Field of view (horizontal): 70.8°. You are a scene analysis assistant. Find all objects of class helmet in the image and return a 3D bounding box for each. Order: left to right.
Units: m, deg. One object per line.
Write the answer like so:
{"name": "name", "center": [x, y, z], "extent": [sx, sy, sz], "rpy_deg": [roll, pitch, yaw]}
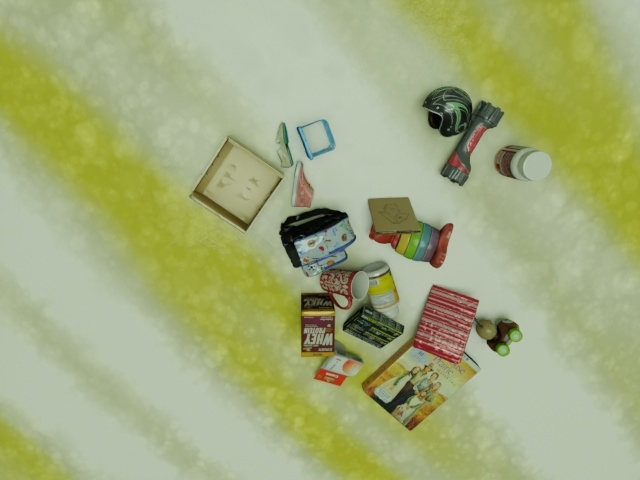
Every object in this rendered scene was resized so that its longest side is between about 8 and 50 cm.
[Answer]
{"name": "helmet", "center": [0.453, -0.467, 1.606], "extent": [0.169, 0.169, 0.162], "rpy_deg": [-17, 121, 2]}

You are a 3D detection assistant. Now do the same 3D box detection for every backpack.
{"name": "backpack", "center": [0.000, 0.000, 1.668], "extent": [0.263, 0.276, 0.213], "rpy_deg": [-29, 109, -2]}

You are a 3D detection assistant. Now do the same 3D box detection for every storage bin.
{"name": "storage bin", "center": [-0.306, -0.208, 1.660], "extent": [0.260, 0.123, 0.262], "rpy_deg": [34, 101, -11]}

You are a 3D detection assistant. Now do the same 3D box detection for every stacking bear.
{"name": "stacking bear", "center": [0.333, -0.013, 1.726], "extent": [0.288, 0.164, 0.176], "rpy_deg": [19, 71, 4]}

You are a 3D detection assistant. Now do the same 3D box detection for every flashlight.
{"name": "flashlight", "center": [0.567, -0.355, 1.674], "extent": [0.103, 0.103, 0.304], "rpy_deg": [24, 103, -35]}

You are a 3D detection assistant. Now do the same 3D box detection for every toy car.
{"name": "toy car", "center": [0.702, 0.357, 1.852], "extent": [0.188, 0.155, 0.149], "rpy_deg": [36, 101, 2]}

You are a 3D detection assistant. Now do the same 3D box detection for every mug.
{"name": "mug", "center": [0.078, 0.175, 1.737], "extent": [0.150, 0.169, 0.113], "rpy_deg": [-53, 131, -29]}

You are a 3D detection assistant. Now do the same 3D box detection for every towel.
{"name": "towel", "center": [0.508, 0.340, 1.826], "extent": [0.198, 0.031, 0.275], "rpy_deg": [18, 86, 15]}

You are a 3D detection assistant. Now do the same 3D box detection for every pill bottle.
{"name": "pill bottle", "center": [0.245, 0.202, 1.797], "extent": [0.117, 0.117, 0.215], "rpy_deg": [-18, 105, 2]}
{"name": "pill bottle", "center": [0.734, -0.280, 1.636], "extent": [0.121, 0.221, 0.121], "rpy_deg": [-1, 105, -2]}

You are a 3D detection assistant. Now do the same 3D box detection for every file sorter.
{"name": "file sorter", "center": [-0.016, -0.366, 1.607], "extent": [0.104, 0.170, 0.118], "rpy_deg": [-22, 105, 1]}

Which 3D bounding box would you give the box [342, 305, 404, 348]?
{"name": "box", "center": [0.211, 0.355, 1.824], "extent": [0.190, 0.045, 0.184], "rpy_deg": [27, 138, -9]}

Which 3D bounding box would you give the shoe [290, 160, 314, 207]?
{"name": "shoe", "center": [-0.063, -0.210, 1.704], "extent": [0.081, 0.063, 0.178], "rpy_deg": [7, 110, -6]}

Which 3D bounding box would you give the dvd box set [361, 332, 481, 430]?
{"name": "dvd box set", "center": [0.432, 0.587, 1.937], "extent": [0.307, 0.062, 0.420], "rpy_deg": [43, 99, -12]}

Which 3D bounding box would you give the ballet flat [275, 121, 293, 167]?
{"name": "ballet flat", "center": [-0.141, -0.350, 1.666], "extent": [0.052, 0.057, 0.168], "rpy_deg": [-8, 105, 10]}

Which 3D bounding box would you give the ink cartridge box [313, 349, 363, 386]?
{"name": "ink cartridge box", "center": [0.074, 0.549, 1.892], "extent": [0.145, 0.045, 0.179], "rpy_deg": [23, 110, -23]}

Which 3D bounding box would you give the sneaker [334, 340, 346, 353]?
{"name": "sneaker", "center": [0.039, 0.456, 1.895], "extent": [0.134, 0.051, 0.070], "rpy_deg": [21, 137, -27]}

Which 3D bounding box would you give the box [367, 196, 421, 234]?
{"name": "box", "center": [0.272, -0.094, 1.682], "extent": [0.164, 0.201, 0.021], "rpy_deg": [-2, 131, -3]}

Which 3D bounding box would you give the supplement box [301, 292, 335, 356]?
{"name": "supplement box", "center": [-0.013, 0.329, 1.779], "extent": [0.129, 0.194, 0.192], "rpy_deg": [0, 105, -3]}
